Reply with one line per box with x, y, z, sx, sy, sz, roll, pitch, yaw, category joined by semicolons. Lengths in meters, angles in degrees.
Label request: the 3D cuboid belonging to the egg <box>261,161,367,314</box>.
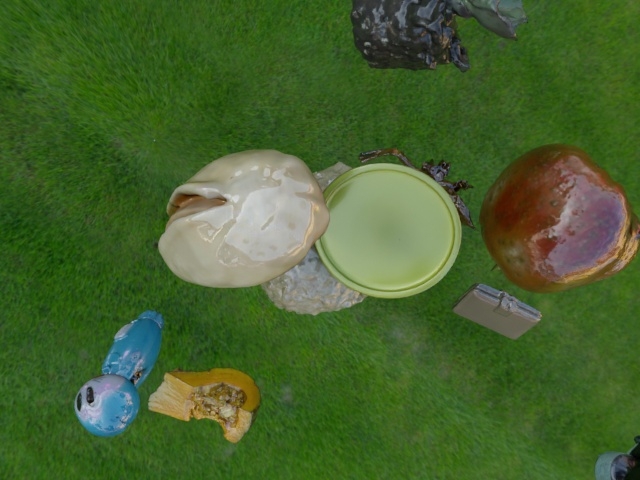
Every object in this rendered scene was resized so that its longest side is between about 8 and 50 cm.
0.000;0.000;0.977;0.279;0.279;0.310;31;64;-21;egg

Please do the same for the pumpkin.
-0.265;0.372;1.208;0.247;0.126;0.131;24;118;0;pumpkin

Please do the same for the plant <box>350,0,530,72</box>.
0.143;-0.282;0.618;0.131;0.203;0.143;16;82;-58;plant

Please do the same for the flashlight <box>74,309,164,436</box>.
-0.170;0.113;0.446;0.051;0.129;0.051;2;118;3;flashlight

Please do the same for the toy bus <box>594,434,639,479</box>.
0.314;0.328;0.478;0.276;0.133;0.165;-29;85;-23;toy bus

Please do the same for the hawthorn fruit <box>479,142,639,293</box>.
0.604;-0.039;1.334;0.402;0.403;0.403;-4;102;-18;hawthorn fruit

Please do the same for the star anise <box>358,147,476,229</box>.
0.250;-0.134;1.309;0.346;0.148;0.237;35;88;3;star anise

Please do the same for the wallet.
0.360;0.144;1.035;0.152;0.118;0.039;27;55;0;wallet

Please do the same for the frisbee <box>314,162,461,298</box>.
0.100;-0.011;0.793;0.235;0.017;0.236;6;117;11;frisbee

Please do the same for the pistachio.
-0.124;-0.024;0.750;0.213;0.318;0.194;16;70;-35;pistachio
